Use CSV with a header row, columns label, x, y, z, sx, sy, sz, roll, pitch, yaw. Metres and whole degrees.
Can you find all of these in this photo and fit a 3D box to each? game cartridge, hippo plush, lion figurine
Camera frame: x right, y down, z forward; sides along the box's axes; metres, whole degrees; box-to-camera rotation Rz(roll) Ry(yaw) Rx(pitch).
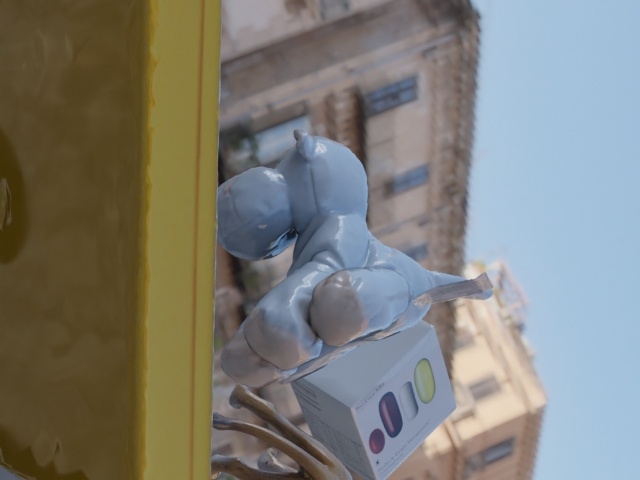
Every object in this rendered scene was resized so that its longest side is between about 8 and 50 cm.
label,x,y,z,sx,sy,sz,roll,pitch,yaw
game cartridge,-0.144,-0.019,0.726,0.324,0.053,0.285,10,-81,55
hippo plush,0.000,0.000,1.458,0.234,0.294,0.236,45,21,-79
lion figurine,-0.007,0.327,1.725,0.240,0.142,0.392,28,-14,23

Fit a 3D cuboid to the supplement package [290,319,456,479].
label,x,y,z,sx,sy,sz,roll,pitch,yaw
supplement package,0.082,0.228,2.146,0.149,0.194,0.203,28,-29,39
